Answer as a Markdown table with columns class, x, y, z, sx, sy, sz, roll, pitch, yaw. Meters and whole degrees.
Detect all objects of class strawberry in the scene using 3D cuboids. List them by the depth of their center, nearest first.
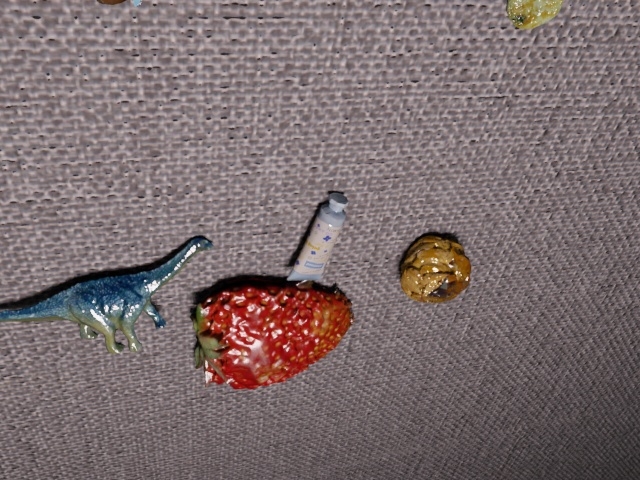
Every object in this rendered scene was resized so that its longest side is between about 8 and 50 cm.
| class | x | y | z | sx | sy | sz | roll | pitch | yaw |
| --- | --- | --- | --- | --- | --- | --- | --- | --- | --- |
| strawberry | -0.064 | 0.168 | 1.136 | 0.306 | 0.138 | 0.233 | -6 | 134 | -15 |

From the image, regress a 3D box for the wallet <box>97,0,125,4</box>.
| class | x | y | z | sx | sy | sz | roll | pitch | yaw |
| --- | --- | --- | --- | --- | --- | --- | --- | --- | --- |
| wallet | -0.121 | -0.320 | 0.624 | 0.255 | 0.031 | 0.137 | -31 | 167 | -5 |

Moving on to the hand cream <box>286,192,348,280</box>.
| class | x | y | z | sx | sy | sz | roll | pitch | yaw |
| --- | --- | --- | --- | --- | --- | --- | --- | --- | --- |
| hand cream | 0.000 | 0.000 | 1.051 | 0.065 | 0.043 | 0.171 | 3 | 129 | -29 |

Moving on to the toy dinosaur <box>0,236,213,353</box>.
| class | x | y | z | sx | sy | sz | roll | pitch | yaw |
| --- | --- | --- | --- | --- | --- | --- | --- | --- | --- |
| toy dinosaur | -0.329 | 0.100 | 1.005 | 0.362 | 0.076 | 0.147 | -15 | 118 | -10 |

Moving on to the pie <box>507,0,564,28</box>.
| class | x | y | z | sx | sy | sz | roll | pitch | yaw |
| --- | --- | --- | --- | --- | --- | --- | --- | --- | --- |
| pie | 0.284 | -0.318 | 0.865 | 0.085 | 0.017 | 0.085 | -11 | 137 | -10 |

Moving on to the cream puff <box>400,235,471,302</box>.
| class | x | y | z | sx | sy | sz | roll | pitch | yaw |
| --- | --- | --- | --- | --- | --- | --- | --- | --- | --- |
| cream puff | 0.200 | 0.059 | 1.159 | 0.133 | 0.104 | 0.119 | -36 | 142 | 17 |

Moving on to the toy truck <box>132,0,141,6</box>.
| class | x | y | z | sx | sy | sz | roll | pitch | yaw |
| --- | --- | --- | --- | --- | --- | --- | --- | --- | --- |
| toy truck | -0.223 | -0.279 | 0.676 | 0.090 | 0.056 | 0.073 | 8 | 128 | -44 |
